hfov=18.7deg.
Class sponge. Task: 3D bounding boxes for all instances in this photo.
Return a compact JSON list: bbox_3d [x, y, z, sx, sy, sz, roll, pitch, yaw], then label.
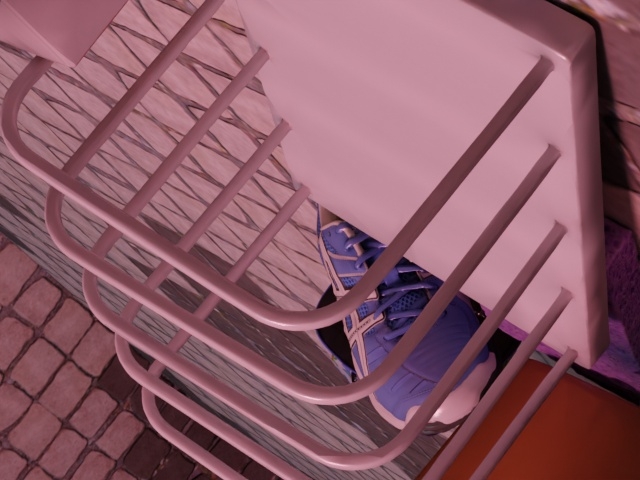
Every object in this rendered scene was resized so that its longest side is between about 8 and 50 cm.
[{"bbox_3d":[0.125,0.021,1.039,0.117,0.031,0.210,30,167,27],"label":"sponge"}]

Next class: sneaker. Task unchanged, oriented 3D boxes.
[{"bbox_3d":[0.036,0.026,1.071,0.081,0.080,0.211,57,-176,-39],"label":"sneaker"}]

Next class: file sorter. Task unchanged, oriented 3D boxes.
[{"bbox_3d":[0.000,0.000,0.864,0.193,0.173,0.277,31,160,24],"label":"file sorter"}]

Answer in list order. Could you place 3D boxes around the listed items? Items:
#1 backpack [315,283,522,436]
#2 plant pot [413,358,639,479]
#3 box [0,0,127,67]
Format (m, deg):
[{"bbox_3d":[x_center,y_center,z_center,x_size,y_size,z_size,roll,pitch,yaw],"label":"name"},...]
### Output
[{"bbox_3d":[0.059,0.060,1.222,0.114,0.105,0.084,35,170,36],"label":"backpack"},{"bbox_3d":[0.162,0.203,1.154,0.291,0.203,0.291,28,176,2],"label":"plant pot"},{"bbox_3d":[-0.132,-0.161,0.794,0.170,0.130,0.091,25,164,49],"label":"box"}]
